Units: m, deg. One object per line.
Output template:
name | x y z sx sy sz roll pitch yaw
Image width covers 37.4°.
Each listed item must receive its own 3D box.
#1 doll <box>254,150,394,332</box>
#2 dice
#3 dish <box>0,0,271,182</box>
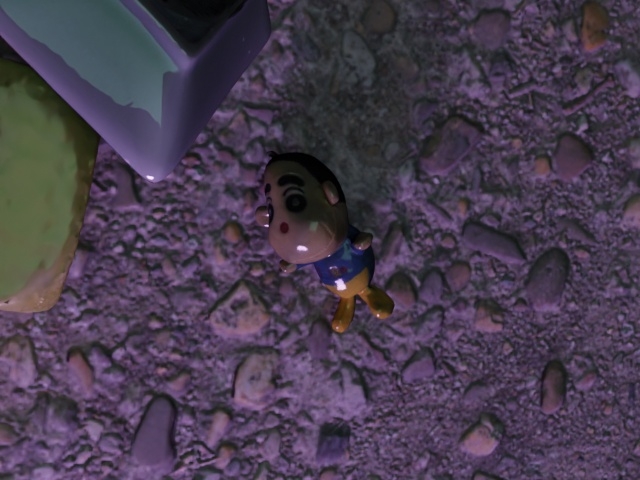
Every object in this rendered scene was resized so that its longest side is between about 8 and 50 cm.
doll | 0.000 0.000 0.825 0.179 0.102 0.089 61 35 -11
dice | -0.257 -0.049 0.687 0.169 0.166 0.169 13 93 -19
dish | -0.114 -0.181 0.689 0.182 0.080 0.243 47 38 -18
